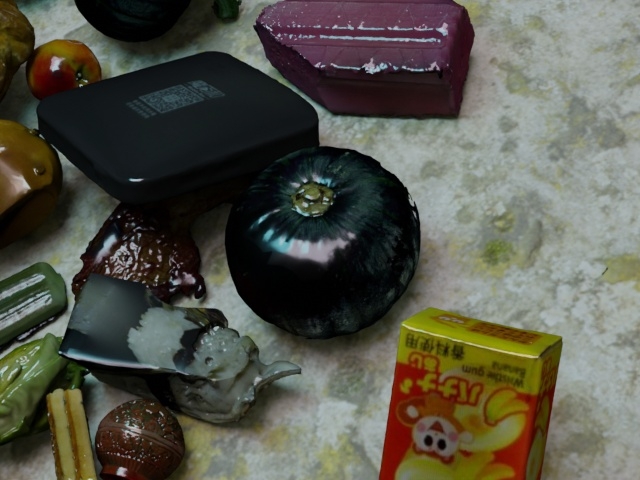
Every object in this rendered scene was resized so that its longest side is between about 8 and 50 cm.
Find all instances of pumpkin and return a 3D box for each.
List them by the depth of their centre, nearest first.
[{"bbox_3d":[0.000,0.000,1.417,0.233,0.163,0.233,-7,53,9],"label":"pumpkin"},{"bbox_3d":[-0.219,-0.387,1.747,0.248,0.248,0.248,-8,53,11],"label":"pumpkin"}]

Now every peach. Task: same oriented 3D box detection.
[{"bbox_3d":[-0.363,-0.237,1.741,0.101,0.100,0.100,-8,53,11],"label":"peach"}]

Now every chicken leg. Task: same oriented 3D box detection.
[{"bbox_3d":[-0.176,-0.019,1.545,0.177,0.083,0.322,33,71,24],"label":"chicken leg"}]

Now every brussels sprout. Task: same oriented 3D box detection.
[{"bbox_3d":[-0.350,0.177,1.433,0.139,0.100,0.181,2,48,49],"label":"brussels sprout"}]

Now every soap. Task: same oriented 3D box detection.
[{"bbox_3d":[0.052,-0.262,1.622,0.289,0.112,0.182,5,56,20],"label":"soap"}]

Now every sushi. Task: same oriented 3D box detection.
[{"bbox_3d":[-0.156,0.143,1.409,0.273,0.109,0.134,13,44,5],"label":"sushi"}]

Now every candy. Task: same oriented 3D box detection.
[{"bbox_3d":[0.133,0.213,1.172,0.146,0.088,0.276,13,103,23],"label":"candy"}]

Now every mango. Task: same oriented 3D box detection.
[{"bbox_3d":[-0.447,-0.061,1.610,0.236,0.136,0.166,-38,72,7],"label":"mango"}]

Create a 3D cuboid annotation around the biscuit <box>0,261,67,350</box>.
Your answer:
[{"bbox_3d":[-0.466,0.126,1.546,0.322,0.038,0.099,-29,49,-4],"label":"biscuit"}]

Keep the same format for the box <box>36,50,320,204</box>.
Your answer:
[{"bbox_3d":[-0.181,-0.146,1.555,0.289,0.073,0.290,-21,36,-28],"label":"box"}]

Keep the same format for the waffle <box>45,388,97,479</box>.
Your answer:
[{"bbox_3d":[-0.266,0.243,1.345,0.042,0.102,0.148,-10,38,-11],"label":"waffle"}]

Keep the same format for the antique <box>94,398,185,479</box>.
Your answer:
[{"bbox_3d":[-0.197,0.221,1.354,0.104,0.104,0.104,-8,53,11],"label":"antique"}]

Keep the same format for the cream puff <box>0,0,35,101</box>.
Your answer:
[{"bbox_3d":[-0.504,-0.240,1.719,0.269,0.155,0.241,-3,50,47],"label":"cream puff"}]
